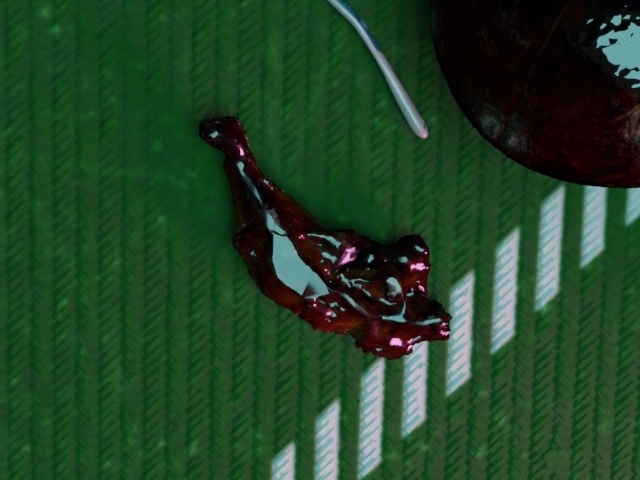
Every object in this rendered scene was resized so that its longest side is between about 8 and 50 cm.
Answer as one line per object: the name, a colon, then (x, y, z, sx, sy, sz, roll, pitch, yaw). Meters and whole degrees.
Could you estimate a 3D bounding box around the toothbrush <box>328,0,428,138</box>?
toothbrush: (0.024, -0.132, 1.218, 0.017, 0.014, 0.162, -27, 106, 18)

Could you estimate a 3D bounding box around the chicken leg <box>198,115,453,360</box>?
chicken leg: (-0.002, 0.006, 1.226, 0.219, 0.048, 0.089, 33, 93, -14)

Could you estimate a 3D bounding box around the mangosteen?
mangosteen: (0.166, -0.126, 1.154, 0.216, 0.216, 0.216, -2, 103, -8)
